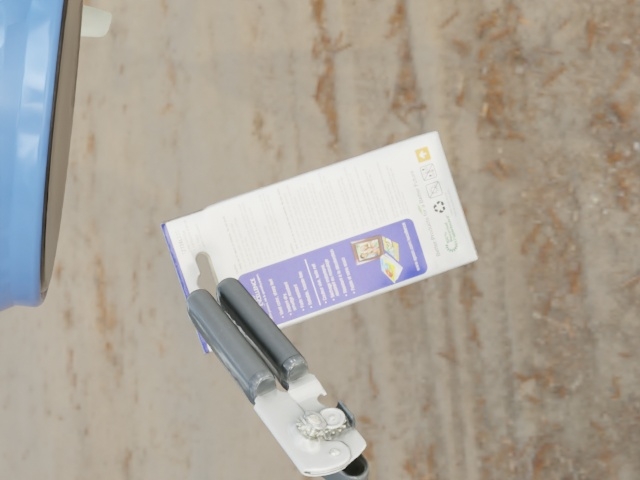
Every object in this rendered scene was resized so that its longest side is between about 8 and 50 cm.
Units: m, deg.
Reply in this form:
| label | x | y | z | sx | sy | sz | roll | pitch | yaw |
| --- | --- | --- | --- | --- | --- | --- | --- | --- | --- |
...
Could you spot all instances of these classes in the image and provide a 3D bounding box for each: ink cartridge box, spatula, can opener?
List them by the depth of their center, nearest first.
| label | x | y | z | sx | sy | sz | roll | pitch | yaw |
| --- | --- | --- | --- | --- | --- | --- | --- | --- | --- |
| can opener | -0.052 | 0.148 | 1.153 | 0.280 | 0.074 | 0.093 | 49 | 148 | 37 |
| ink cartridge box | 0.000 | 0.000 | 1.421 | 0.069 | 0.371 | 0.175 | -172 | 63 | -79 |
| spatula | -0.439 | -0.424 | 1.843 | 0.019 | 0.242 | 0.168 | 44 | 121 | 40 |

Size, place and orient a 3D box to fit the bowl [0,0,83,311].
| label | x | y | z | sx | sy | sz | roll | pitch | yaw |
| --- | --- | --- | --- | --- | --- | --- | --- | --- | --- |
| bowl | -0.272 | -0.125 | 1.038 | 0.391 | 0.077 | 0.391 | -174 | 90 | -79 |
